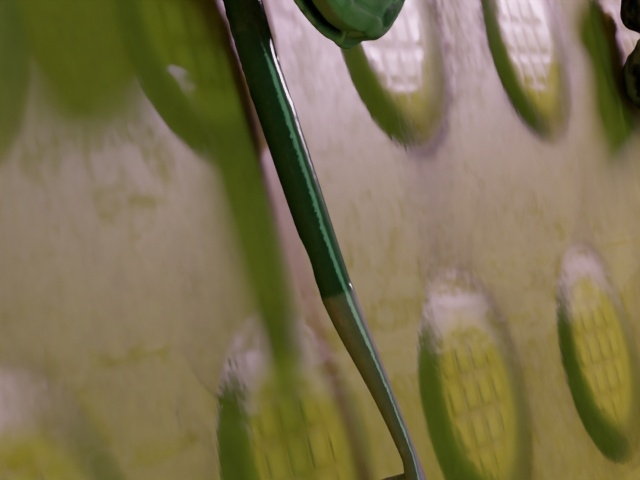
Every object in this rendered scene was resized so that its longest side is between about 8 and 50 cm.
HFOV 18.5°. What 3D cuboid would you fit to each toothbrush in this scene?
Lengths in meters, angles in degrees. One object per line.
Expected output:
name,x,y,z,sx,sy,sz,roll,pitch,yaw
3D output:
toothbrush,0.000,0.000,0.707,0.018,0.024,0.257,-39,113,-79

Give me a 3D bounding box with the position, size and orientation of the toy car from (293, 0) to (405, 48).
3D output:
toy car,0.004,-0.153,0.729,0.093,0.058,0.186,43,31,-47

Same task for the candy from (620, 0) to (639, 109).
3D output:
candy,0.232,-0.087,1.159,0.226,0.051,0.094,36,44,-51
